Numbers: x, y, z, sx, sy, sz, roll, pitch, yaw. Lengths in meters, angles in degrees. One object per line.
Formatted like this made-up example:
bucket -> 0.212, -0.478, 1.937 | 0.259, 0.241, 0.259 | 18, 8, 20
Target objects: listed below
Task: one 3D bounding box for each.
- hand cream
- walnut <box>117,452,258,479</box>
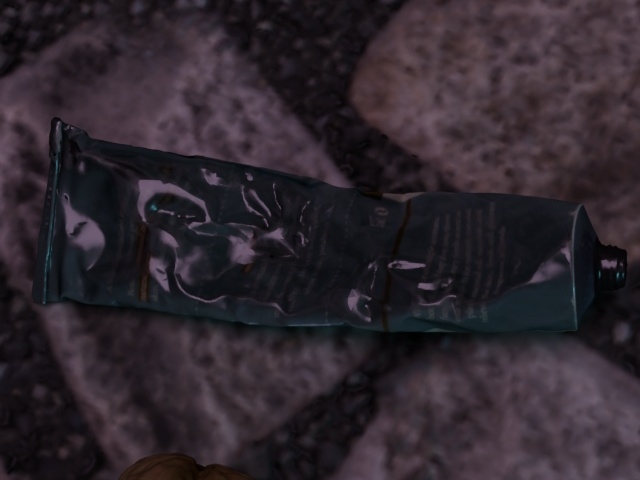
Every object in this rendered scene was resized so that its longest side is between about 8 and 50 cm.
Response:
hand cream -> 0.000, -0.001, 0.619 | 0.247, 0.052, 0.075 | 7, 69, 10
walnut -> -0.053, 0.128, 0.561 | 0.079, 0.082, 0.096 | 19, 77, -18
